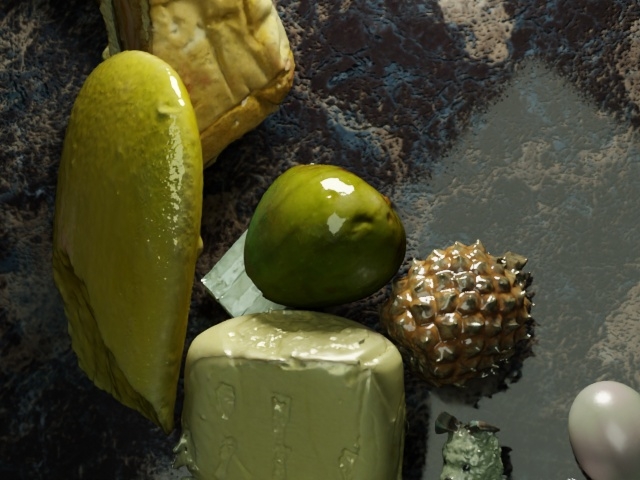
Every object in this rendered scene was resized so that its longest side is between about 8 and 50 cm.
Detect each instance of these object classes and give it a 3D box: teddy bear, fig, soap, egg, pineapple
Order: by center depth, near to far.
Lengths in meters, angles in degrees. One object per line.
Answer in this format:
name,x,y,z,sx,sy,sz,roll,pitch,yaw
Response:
egg,0.338,0.226,1.863,0.103,0.103,0.135,-24,75,4
teddy bear,0.186,0.298,1.868,0.133,0.111,0.213,8,97,50
soap,-0.230,-0.006,1.894,0.115,0.306,0.427,1,101,-28
fig,0.000,0.000,1.903,0.191,0.181,0.181,-39,73,12
pineapple,0.170,0.079,1.906,0.193,0.166,0.166,-41,73,-12

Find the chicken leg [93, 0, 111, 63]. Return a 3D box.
chicken leg,-0.272,-0.402,2.115,0.211,0.140,0.361,-37,83,22

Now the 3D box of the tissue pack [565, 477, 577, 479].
tissue pack,0.276,0.349,1.840,0.051,0.112,0.156,18,81,13

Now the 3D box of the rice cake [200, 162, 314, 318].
rice cake,-0.042,0.014,2.017,0.211,0.038,0.124,-44,74,-3

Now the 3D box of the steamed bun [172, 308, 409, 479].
steamed bun,-0.029,0.199,1.902,0.273,0.166,0.232,1,110,17

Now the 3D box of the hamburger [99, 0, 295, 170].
hamburger,-0.143,-0.236,2.009,0.209,0.162,0.330,-16,116,-22
